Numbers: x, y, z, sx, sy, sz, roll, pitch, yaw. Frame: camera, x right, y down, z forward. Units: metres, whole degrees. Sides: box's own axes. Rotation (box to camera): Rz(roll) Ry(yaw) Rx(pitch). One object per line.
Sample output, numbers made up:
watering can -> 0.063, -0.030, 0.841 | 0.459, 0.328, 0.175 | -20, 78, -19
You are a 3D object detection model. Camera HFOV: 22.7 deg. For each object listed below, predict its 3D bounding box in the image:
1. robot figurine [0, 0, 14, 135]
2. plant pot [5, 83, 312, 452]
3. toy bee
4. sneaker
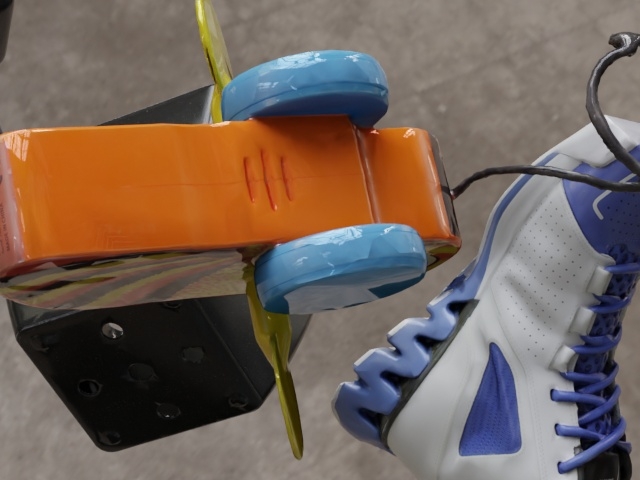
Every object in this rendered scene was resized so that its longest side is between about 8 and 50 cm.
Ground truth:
robot figurine -> -0.375, -0.135, 1.288 | 0.278, 0.209, 0.174 | -43, 127, -37
plant pot -> -0.117, 0.035, 1.110 | 0.167, 0.188, 0.187 | -86, 153, -50
toy bee -> 0.000, 0.000, 0.691 | 0.298, 0.162, 0.195 | 13, 70, -11
sneaker -> 0.164, 0.080, 1.072 | 0.182, 0.315, 0.127 | 50, 27, 23
